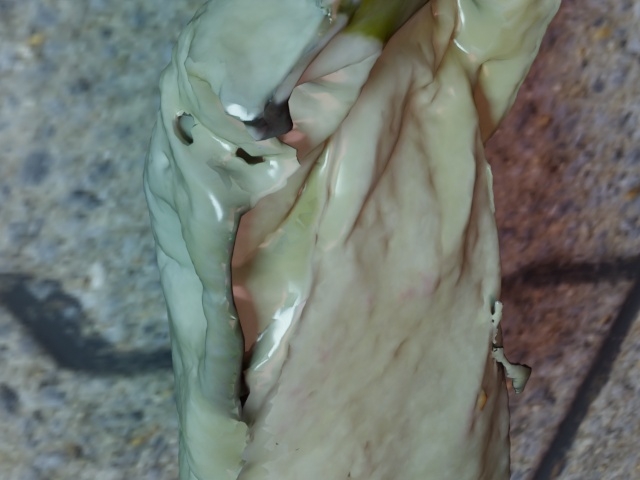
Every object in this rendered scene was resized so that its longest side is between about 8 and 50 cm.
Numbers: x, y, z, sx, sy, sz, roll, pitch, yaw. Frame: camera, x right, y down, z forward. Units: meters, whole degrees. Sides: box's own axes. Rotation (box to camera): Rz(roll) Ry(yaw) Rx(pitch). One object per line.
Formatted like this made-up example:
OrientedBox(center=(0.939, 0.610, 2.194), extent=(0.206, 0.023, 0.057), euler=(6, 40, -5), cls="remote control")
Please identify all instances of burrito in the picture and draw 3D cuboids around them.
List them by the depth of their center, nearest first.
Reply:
OrientedBox(center=(0.001, -0.002, 0.725), extent=(0.190, 0.135, 0.331), euler=(-27, 135, -31), cls="burrito")
